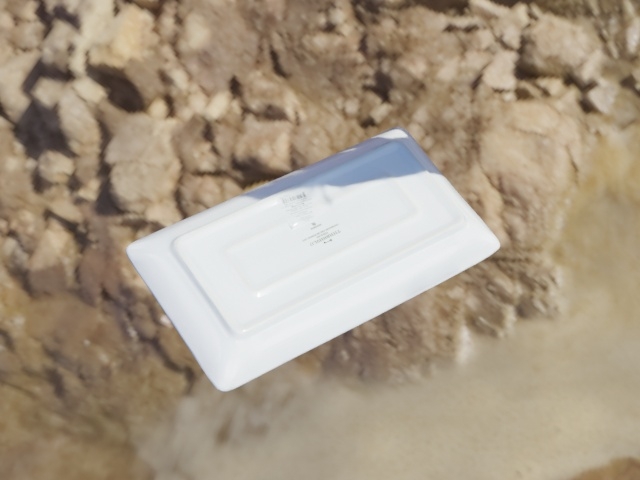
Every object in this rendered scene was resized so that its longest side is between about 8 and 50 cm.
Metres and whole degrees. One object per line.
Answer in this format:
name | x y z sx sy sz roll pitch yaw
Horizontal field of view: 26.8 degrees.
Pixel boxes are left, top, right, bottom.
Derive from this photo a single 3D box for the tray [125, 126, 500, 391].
tray | 0.000 0.000 1.040 0.270 0.030 0.145 -25 63 -26
